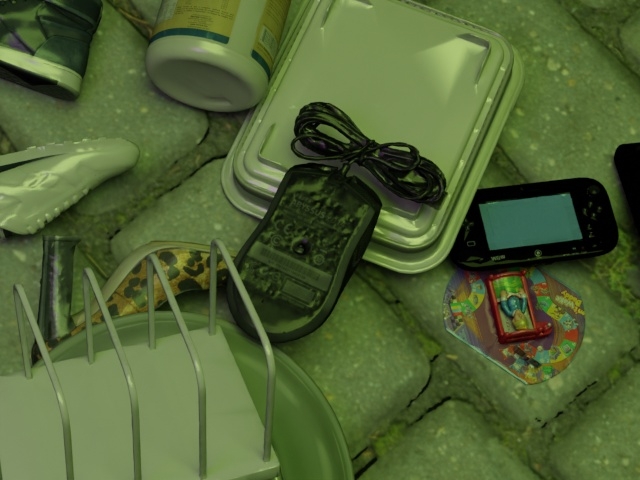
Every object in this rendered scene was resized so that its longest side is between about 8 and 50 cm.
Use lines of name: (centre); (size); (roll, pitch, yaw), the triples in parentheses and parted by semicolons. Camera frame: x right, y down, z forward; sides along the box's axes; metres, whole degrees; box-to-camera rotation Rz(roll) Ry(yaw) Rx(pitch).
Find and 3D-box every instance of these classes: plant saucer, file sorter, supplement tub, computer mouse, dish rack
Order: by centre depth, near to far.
file sorter: (-0.198, 0.134, 1.613); (0.278, 0.173, 0.193); (-13, 47, -16)
plant saucer: (-0.150, 0.265, 1.748); (0.401, 0.100, 0.400); (2, 81, -12)
computer mouse: (0.000, 0.000, 1.859); (0.188, 0.072, 0.272); (30, 74, 11)
supplement tub: (-0.111, -0.264, 1.964); (0.144, 0.144, 0.199); (16, 68, -3)
dish rack: (0.064, -0.149, 1.971); (0.286, 0.072, 0.332); (22, 69, 8)

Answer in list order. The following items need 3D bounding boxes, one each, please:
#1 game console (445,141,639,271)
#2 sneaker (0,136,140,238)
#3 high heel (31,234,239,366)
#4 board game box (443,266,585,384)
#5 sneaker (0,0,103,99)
game console: (0.322, -0.016, 1.972); (0.361, 0.044, 0.213); (-7, 52, -6)
sneaker: (-0.310, -0.056, 1.896); (0.235, 0.090, 0.094); (-15, 86, -11)
high heel: (-0.185, 0.092, 1.870); (0.261, 0.093, 0.186); (3, 89, -20)
board game box: (0.227, 0.078, 1.954); (0.169, 0.033, 0.133); (35, 68, 4)
sneaker: (-0.360, -0.272, 1.949); (0.226, 0.086, 0.163); (19, 78, -12)
